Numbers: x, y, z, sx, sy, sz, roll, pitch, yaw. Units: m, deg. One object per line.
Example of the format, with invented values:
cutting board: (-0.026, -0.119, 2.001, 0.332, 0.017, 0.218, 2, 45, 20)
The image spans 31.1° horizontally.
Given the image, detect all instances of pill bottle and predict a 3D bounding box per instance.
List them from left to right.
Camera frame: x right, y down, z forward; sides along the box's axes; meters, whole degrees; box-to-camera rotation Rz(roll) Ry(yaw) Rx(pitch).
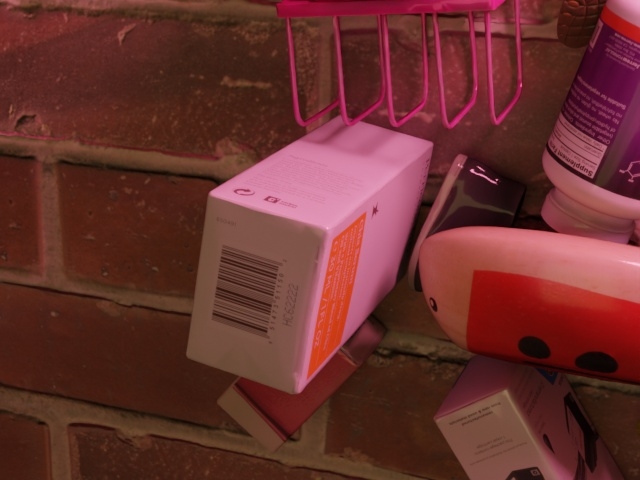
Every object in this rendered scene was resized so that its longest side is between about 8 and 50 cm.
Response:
pill bottle: (0.404, -0.155, 1.495, 0.181, 0.181, 0.323, 24, 115, 13)

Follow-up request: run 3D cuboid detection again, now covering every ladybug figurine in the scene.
ladybug figurine: (0.341, 0.093, 1.523, 0.449, 0.305, 0.162, 9, 81, 21)

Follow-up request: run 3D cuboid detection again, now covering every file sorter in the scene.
file sorter: (0.119, -0.256, 1.567, 0.290, 0.202, 0.182, 2, 112, 21)

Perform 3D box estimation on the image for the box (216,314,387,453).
box: (-0.028, 0.197, 1.806, 0.127, 0.148, 0.232, 43, 118, 3)

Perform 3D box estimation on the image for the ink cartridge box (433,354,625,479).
ink cartridge box: (0.317, 0.318, 1.667, 0.129, 0.223, 0.307, -28, 96, 27)

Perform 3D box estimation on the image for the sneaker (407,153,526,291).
sneaker: (0.210, -0.004, 1.679, 0.118, 0.083, 0.222, 25, 114, 12)

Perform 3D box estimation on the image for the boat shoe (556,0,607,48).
boat shoe: (0.364, -0.338, 1.519, 0.064, 0.060, 0.178, 22, 128, 10)

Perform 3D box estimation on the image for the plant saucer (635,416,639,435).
plant saucer: (0.654, 0.238, 1.557, 0.332, 0.081, 0.333, 29, 117, 0)

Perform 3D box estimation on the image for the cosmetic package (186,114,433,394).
cosmetic package: (0.000, 0.000, 1.556, 0.161, 0.453, 0.230, 17, 113, 16)
